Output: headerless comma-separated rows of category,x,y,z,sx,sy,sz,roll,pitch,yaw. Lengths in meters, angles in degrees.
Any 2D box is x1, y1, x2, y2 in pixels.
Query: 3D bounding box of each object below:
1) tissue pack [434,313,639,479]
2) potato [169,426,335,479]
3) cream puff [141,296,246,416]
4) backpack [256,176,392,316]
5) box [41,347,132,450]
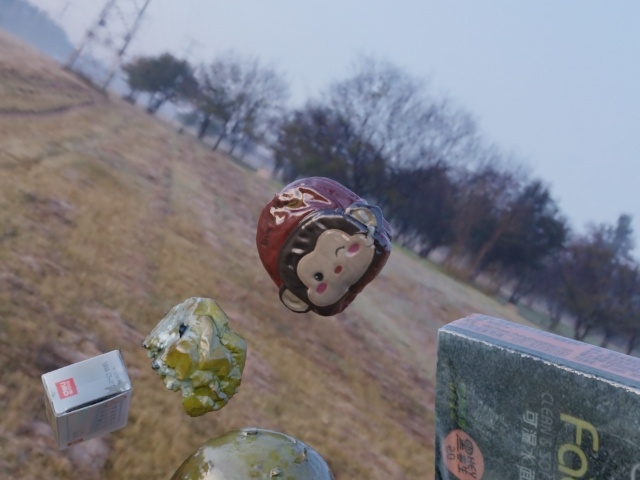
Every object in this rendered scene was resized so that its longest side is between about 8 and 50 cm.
tissue pack,0.263,0.219,1.036,0.315,0.228,0.103,14,23,43
potato,-0.114,0.408,1.235,0.219,0.359,0.270,19,-15,0
cream puff,-0.162,0.157,1.355,0.156,0.121,0.156,43,-25,26
backpack,-0.001,0.000,1.655,0.229,0.229,0.139,31,10,5
box,-0.399,0.277,1.736,0.079,0.135,0.269,65,-21,17
